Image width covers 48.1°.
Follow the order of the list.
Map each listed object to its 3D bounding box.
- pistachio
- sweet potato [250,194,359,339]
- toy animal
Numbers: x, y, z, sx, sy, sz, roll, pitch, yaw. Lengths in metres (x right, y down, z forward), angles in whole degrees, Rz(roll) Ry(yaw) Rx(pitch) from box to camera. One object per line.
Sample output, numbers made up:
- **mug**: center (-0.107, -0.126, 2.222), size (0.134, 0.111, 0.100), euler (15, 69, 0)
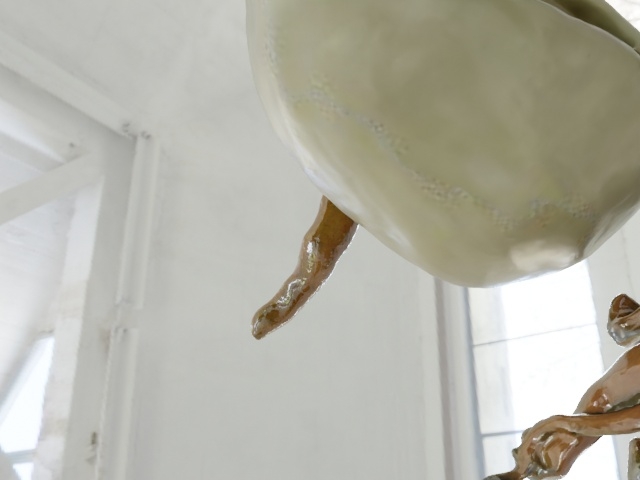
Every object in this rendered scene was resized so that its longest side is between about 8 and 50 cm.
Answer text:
- **pistachio**: center (0.081, -0.092, 0.444), size (0.332, 0.226, 0.207), euler (34, -114, -31)
- **sweet potato**: center (0.002, 0.000, 0.546), size (0.044, 0.044, 0.179), euler (35, -104, -44)
- **toy animal**: center (0.239, 0.056, 0.448), size (0.097, 0.157, 0.312), euler (40, -126, 18)
